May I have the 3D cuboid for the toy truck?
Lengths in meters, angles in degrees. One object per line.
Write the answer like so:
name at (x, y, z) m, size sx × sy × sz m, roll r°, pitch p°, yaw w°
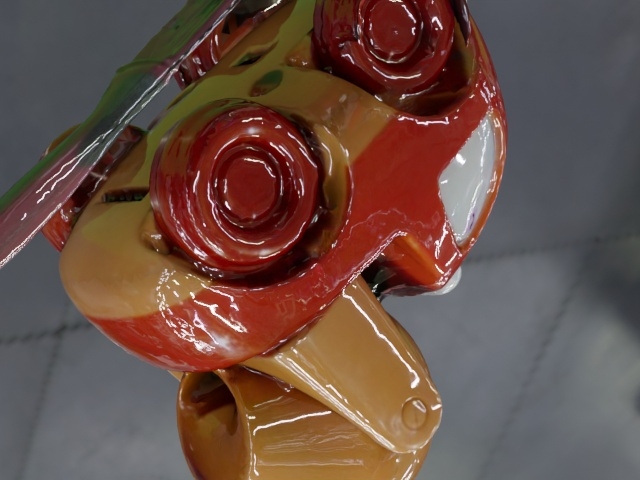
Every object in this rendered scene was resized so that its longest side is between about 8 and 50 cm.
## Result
toy truck at (0.000, 0.000, 0.975) m, size 0.265 × 0.189 × 0.239 m, roll -49°, pitch 114°, yaw -24°

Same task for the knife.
knife at (-0.073, -0.058, 0.757) m, size 0.247 × 0.035 × 0.018 m, roll -46°, pitch 113°, yaw -3°
